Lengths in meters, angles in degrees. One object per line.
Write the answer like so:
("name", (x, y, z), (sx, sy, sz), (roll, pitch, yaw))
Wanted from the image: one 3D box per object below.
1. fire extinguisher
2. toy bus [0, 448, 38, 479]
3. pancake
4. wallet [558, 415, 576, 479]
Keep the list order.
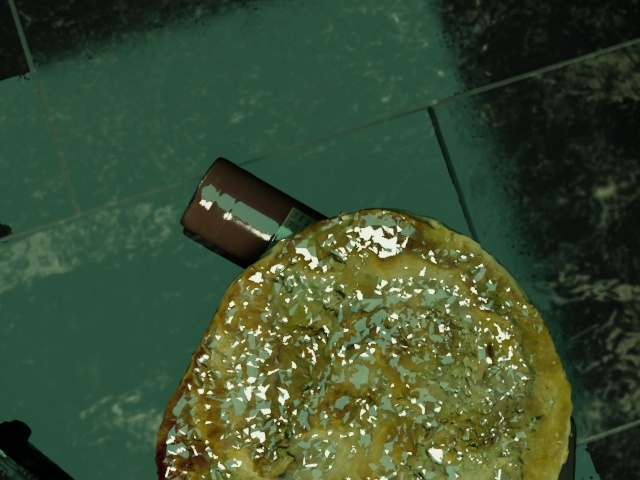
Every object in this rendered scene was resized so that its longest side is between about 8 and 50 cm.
("fire extinguisher", (0.000, 0.000, 1.062), (0.231, 0.071, 0.099), (28, 96, 0))
("toy bus", (-0.273, 0.242, 0.951), (0.142, 0.202, 0.142), (41, 84, 1))
("pancake", (0.042, 0.155, 1.008), (0.356, 0.065, 0.356), (0, 88, -2))
("wallet", (0.110, 0.211, 1.066), (0.250, 0.044, 0.149), (3, 81, -3))
